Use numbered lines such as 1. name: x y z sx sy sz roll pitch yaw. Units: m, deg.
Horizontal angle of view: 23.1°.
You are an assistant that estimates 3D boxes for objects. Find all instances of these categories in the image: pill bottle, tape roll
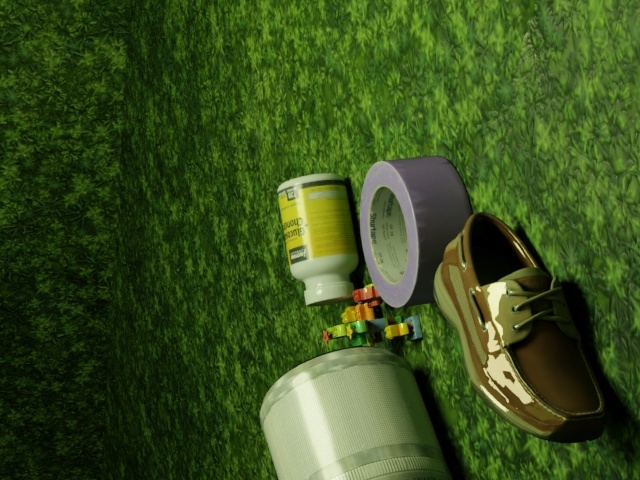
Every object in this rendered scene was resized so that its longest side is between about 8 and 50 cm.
1. pill bottle: 0.000 0.000 2.301 0.103 0.103 0.184 147 114 -68
2. tape roll: 0.121 -0.012 1.998 0.189 0.080 0.189 174 90 -71

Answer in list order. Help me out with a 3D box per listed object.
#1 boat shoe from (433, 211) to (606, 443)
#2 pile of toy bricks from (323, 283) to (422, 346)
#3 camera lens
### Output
1. boat shoe: 0.214 0.086 1.718 0.324 0.122 0.120 -122 35 -48
2. pile of toy bricks: 0.056 0.123 2.182 0.212 0.105 0.118 147 115 -68
3. camera lens: 0.052 0.295 2.082 0.219 0.219 0.274 110 147 -52
